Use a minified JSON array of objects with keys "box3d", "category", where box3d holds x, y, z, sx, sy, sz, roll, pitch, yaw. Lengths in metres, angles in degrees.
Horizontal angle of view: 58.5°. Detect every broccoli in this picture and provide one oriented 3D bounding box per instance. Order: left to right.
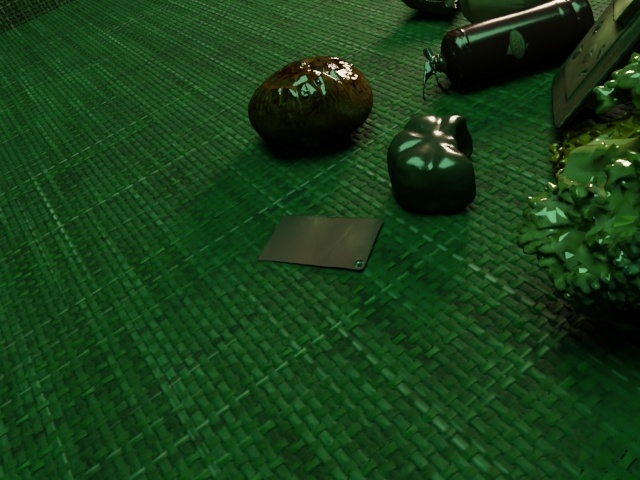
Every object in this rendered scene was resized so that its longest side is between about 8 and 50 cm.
[{"box3d":[0.398,-0.059,0.628,0.277,0.317,0.338,12,70,-23],"category":"broccoli"}]

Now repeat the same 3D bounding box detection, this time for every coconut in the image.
[{"box3d":[0.417,-0.552,1.225,0.222,0.202,0.202,11,50,32],"category":"coconut"}]

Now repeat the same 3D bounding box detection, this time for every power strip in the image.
[{"box3d":[0.486,-0.315,0.929,0.092,0.251,0.257,26,41,3],"category":"power strip"}]

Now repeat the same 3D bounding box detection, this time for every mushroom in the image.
[{"box3d":[-0.020,-0.276,1.133,0.253,0.153,0.253,-10,32,6],"category":"mushroom"}]

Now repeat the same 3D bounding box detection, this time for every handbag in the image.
[{"box3d":[0.303,-0.661,1.447,0.183,0.117,0.270,22,54,20],"category":"handbag"}]

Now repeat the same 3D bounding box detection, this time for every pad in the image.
[{"box3d":[0.000,0.000,0.929,0.188,0.006,0.113,4,47,26],"category":"pad"}]

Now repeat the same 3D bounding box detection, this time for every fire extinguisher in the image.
[{"box3d":[0.352,-0.375,1.126,0.337,0.114,0.135,-15,68,4],"category":"fire extinguisher"}]

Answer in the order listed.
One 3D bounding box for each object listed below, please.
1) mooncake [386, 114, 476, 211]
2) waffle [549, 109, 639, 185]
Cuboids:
[{"box3d":[0.191,-0.128,0.926,0.168,0.104,0.175,-23,44,-13],"category":"mooncake"},{"box3d":[0.466,-0.118,0.853,0.232,0.051,0.228,0,48,22],"category":"waffle"}]
